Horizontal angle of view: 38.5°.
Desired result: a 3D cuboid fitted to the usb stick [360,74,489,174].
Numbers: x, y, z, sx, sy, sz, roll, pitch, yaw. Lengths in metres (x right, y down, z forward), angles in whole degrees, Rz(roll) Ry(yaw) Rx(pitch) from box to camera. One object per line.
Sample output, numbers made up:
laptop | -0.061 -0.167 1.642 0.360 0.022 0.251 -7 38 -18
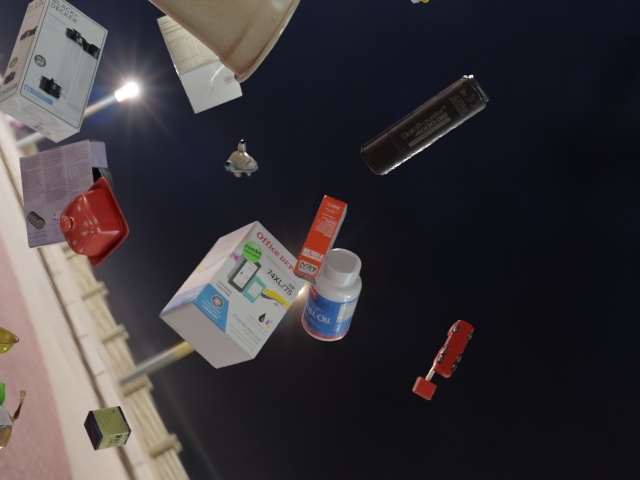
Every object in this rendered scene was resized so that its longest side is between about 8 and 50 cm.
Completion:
usb stick | 0.204 -0.227 1.830 0.077 0.278 0.045 53 21 -10

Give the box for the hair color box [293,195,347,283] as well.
hair color box | 0.000 0.000 1.878 0.053 0.167 0.093 21 -9 4

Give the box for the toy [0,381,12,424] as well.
toy | -0.679 0.276 1.651 0.056 0.237 0.137 -78 161 -54

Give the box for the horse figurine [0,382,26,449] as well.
horse figurine | -0.675 0.363 1.859 0.263 0.066 0.174 81 20 -65

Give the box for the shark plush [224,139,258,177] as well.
shark plush | -0.185 -0.161 2.099 0.067 0.073 0.161 35 -26 -4

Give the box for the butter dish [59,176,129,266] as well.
butter dish | -0.528 -0.039 2.049 0.118 0.160 0.160 -6 63 -54

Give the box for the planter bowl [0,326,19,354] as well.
planter bowl | -0.801 0.239 2.070 0.217 0.217 0.090 -157 -96 -72

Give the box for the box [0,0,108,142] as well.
box | -0.592 -0.385 2.031 0.169 0.087 0.290 34 52 -39

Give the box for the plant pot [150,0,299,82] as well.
plant pot | -0.225 -0.565 2.002 0.305 0.334 0.334 28 -2 -18

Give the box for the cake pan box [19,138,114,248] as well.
cake pan box | -0.655 -0.118 2.369 0.070 0.267 0.245 -5 85 -62

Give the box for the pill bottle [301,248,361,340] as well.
pill bottle | 0.032 0.131 2.258 0.124 0.124 0.221 52 -38 38

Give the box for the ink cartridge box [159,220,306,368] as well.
ink cartridge box | -0.200 0.129 2.183 0.198 0.270 0.197 45 -34 -16

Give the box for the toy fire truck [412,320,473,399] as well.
toy fire truck | 0.302 0.293 2.252 0.047 0.192 0.135 30 -18 -1

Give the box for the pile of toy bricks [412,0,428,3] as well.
pile of toy bricks | 0.176 -0.528 1.572 0.118 0.105 0.212 29 50 -54

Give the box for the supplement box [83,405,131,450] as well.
supplement box | -0.521 0.459 2.243 0.083 0.083 0.056 56 -48 33

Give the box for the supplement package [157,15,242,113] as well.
supplement package | -0.330 -0.502 2.520 0.194 0.149 0.203 78 -10 -67
